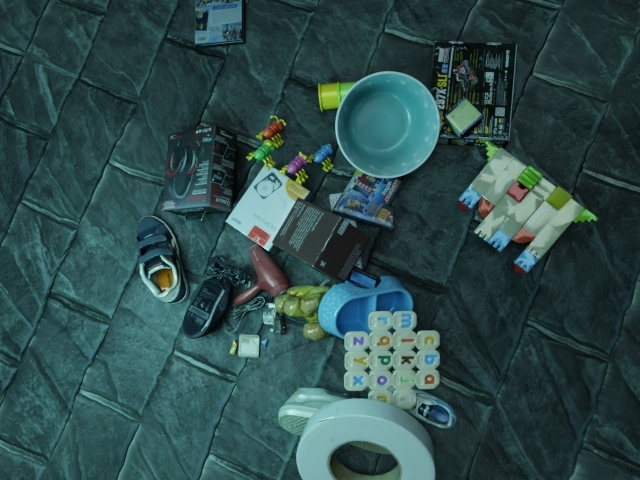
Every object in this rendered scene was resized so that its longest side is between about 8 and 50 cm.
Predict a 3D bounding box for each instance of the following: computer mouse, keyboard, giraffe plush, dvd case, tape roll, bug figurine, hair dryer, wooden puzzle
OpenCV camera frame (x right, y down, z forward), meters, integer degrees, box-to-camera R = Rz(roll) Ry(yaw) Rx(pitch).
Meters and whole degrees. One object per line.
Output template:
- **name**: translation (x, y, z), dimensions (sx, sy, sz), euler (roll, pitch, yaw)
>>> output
- **computer mouse**: translation (-0.338, 0.199, 1.811), dimensions (0.189, 0.072, 0.272), euler (25, 81, 38)
- **keyboard**: translation (0.081, -0.029, 1.813), dimensions (0.072, 0.014, 0.255), euler (-9, 80, 8)
- **giraffe plush**: translation (-0.018, 0.229, 1.724), dimensions (0.181, 0.210, 0.170), euler (5, 110, 50)
- **dvd case**: translation (-0.355, -0.808, 2.000), dimensions (0.181, 0.022, 0.252), euler (-3, 81, 8)
- **tape roll**: translation (0.125, 0.612, 1.578), dimensions (0.393, 0.072, 0.391), euler (5, 116, 10)
- **bug figurine**: translation (-0.098, -0.292, 1.814), dimensions (0.279, 0.072, 0.216), euler (27, 49, 11)
- **hair dryer**: translation (-0.208, 0.156, 1.799), dimensions (0.224, 0.080, 0.293), euler (4, 82, 11)
- **wooden puzzle**: translation (-0.230, 0.338, 1.810), dimensions (0.117, 0.014, 0.078), euler (7, 87, 11)

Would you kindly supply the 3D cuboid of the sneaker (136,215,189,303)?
- **sneaker**: translation (-0.529, 0.052, 1.847), dimensions (0.126, 0.127, 0.321), euler (-29, 77, 6)

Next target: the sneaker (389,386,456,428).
- **sneaker**: translation (0.287, 0.481, 1.665), dimensions (0.237, 0.086, 0.085), euler (20, 87, 13)

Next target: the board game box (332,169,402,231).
- **board game box**: translation (0.169, -0.123, 1.786), dimensions (0.194, 0.060, 0.194), euler (31, 82, 9)

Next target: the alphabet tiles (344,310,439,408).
- **alphabet tiles**: translation (0.204, 0.341, 1.615), dimensions (0.278, 0.021, 0.283), euler (0, 92, -7)

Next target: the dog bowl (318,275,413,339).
- **dog bowl**: translation (0.143, 0.202, 1.653), dimensions (0.298, 0.074, 0.165), euler (-8, 110, -25)

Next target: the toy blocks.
- **toy blocks**: translation (0.564, -0.082, 1.673), dimensions (0.381, 0.191, 0.260), euler (40, 101, 11)

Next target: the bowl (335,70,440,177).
- **bowl**: translation (0.196, -0.356, 1.738), dimensions (0.312, 0.163, 0.311), euler (-1, 104, -2)

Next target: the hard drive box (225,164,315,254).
- **hard drive box**: translation (-0.160, -0.101, 1.826), dimensions (0.181, 0.089, 0.232), euler (33, 88, 13)

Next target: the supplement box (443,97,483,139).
- **supplement box**: translation (0.430, -0.368, 1.707), dimensions (0.083, 0.056, 0.083), euler (-41, 78, 2)

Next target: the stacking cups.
- **stacking cups**: translation (0.153, -0.486, 1.830), dimensions (0.317, 0.096, 0.095), euler (-6, 81, 8)

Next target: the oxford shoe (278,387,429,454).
- **oxford shoe**: translation (0.102, 0.524, 1.667), dimensions (0.450, 0.169, 0.130), euler (9, 40, 9)

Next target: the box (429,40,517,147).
- **box**: translation (0.472, -0.462, 1.782), dimensions (0.257, 0.079, 0.321), euler (5, 82, 12)

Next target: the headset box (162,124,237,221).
- **headset box**: translation (-0.393, -0.206, 1.833), dimensions (0.218, 0.110, 0.292), euler (-2, 81, 34)

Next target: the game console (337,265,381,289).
- **game console**: translation (0.117, 0.154, 1.746), dimensions (0.144, 0.124, 0.085), euler (25, 60, 12)

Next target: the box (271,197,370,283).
- **box**: translation (0.000, 0.000, 1.705), dimensions (0.203, 0.167, 0.168), euler (29, 86, 42)
